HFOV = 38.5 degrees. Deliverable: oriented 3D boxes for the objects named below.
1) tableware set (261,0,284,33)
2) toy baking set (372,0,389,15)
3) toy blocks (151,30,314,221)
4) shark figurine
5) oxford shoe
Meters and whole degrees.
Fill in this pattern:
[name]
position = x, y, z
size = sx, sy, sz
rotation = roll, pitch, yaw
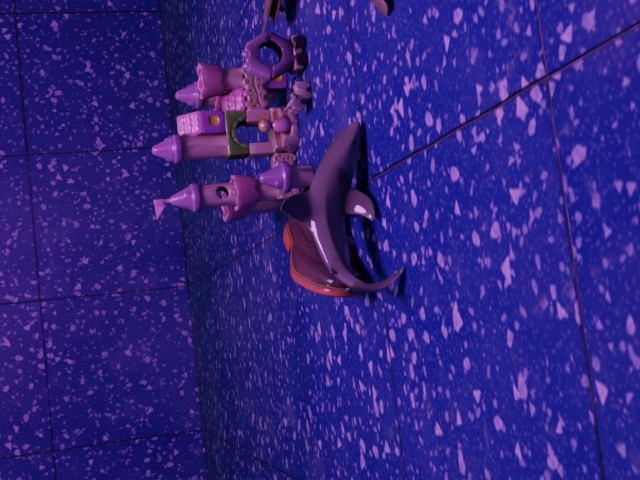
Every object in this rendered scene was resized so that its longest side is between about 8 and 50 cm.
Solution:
[tableware set]
position = -0.063, -0.455, 1.563
size = 0.128, 0.039, 0.194
rotation = -90, 13, -49
[toy baking set]
position = 0.007, -0.392, 1.115
size = 0.197, 0.030, 0.256
rotation = 51, 172, 43
[toy blocks]
position = -0.175, -0.191, 1.636
size = 0.309, 0.260, 0.288
rotation = 156, 109, -73
[shark figurine]
position = 0.004, -0.018, 1.261
size = 0.166, 0.116, 0.278
rotation = -41, 46, 42
[oxford shoe]
position = 0.000, 0.000, 1.393
size = 0.271, 0.097, 0.098
rotation = -125, 40, -59
